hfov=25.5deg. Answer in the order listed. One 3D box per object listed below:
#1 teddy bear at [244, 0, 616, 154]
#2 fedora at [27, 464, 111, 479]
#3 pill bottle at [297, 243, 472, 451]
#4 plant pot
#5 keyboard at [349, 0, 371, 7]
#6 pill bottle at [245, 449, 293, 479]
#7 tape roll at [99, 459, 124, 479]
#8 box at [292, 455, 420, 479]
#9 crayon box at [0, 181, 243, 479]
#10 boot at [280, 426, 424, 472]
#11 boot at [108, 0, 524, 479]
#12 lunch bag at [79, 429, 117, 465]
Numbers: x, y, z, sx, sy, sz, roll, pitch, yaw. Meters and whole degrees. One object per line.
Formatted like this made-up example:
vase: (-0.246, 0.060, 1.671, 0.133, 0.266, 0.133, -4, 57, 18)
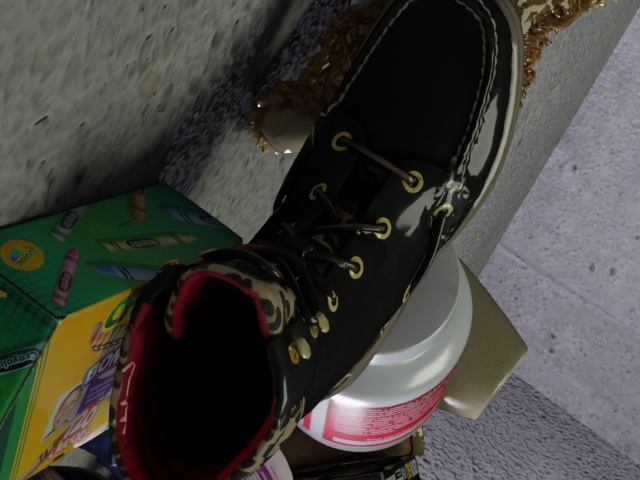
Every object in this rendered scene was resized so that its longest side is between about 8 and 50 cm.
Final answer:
teddy bear: (0.091, -0.165, 1.139, 0.338, 0.245, 0.113, -55, -147, 25)
fedora: (-0.248, 0.247, 0.964, 0.275, 0.243, 0.124, -46, 138, -22)
pill bottle: (0.055, 0.101, 1.659, 0.229, 0.229, 0.408, -51, 170, -16)
plant pot: (0.148, 0.125, 2.019, 0.256, 0.274, 0.256, -51, 170, -13)
keyboard: (0.062, -0.269, 1.117, 0.072, 0.014, 0.256, -43, 165, -26)
pill bottle: (-0.172, 0.337, 1.591, 0.301, 0.169, 0.169, -42, 164, -47)
tape roll: (-0.136, 0.184, 1.464, 0.189, 0.080, 0.189, -49, 173, -8)
box: (-0.037, 0.363, 1.964, 0.322, 0.079, 0.257, -11, 177, 12)
crayon box: (-0.172, 0.064, 0.958, 0.165, 0.081, 0.278, -58, 169, 19)
boot: (0.000, 0.277, 1.934, 0.269, 0.089, 0.236, -8, 162, -6)
boot: (0.000, 0.000, 0.977, 0.377, 0.138, 0.284, -61, 168, 26)
lunch bag: (-0.179, 0.143, 1.232, 0.098, 0.065, 0.067, -32, 140, -61)
